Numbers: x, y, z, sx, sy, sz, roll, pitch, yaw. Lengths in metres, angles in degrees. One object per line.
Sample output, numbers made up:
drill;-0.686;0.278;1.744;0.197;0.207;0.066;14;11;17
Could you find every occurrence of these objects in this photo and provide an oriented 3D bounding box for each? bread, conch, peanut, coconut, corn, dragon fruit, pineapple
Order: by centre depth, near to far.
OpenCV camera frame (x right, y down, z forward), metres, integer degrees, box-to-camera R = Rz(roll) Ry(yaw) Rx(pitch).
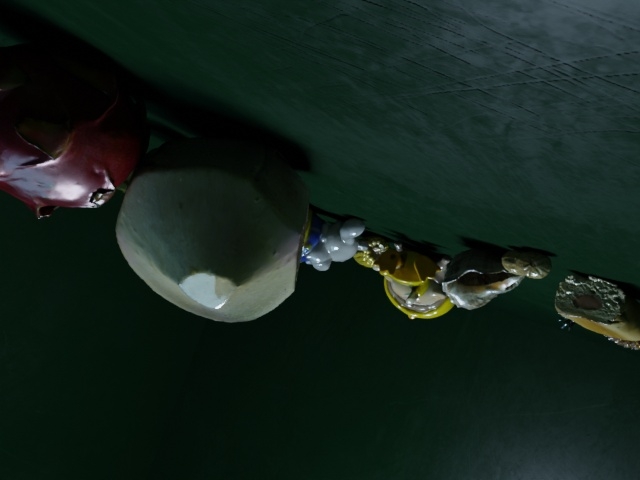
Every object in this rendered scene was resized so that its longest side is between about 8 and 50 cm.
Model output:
dragon fruit;-0.384;-0.157;0.878;0.251;0.250;0.315;19;169;13
coconut;-0.178;-0.020;1.047;0.353;0.352;0.352;20;176;1
peanut;0.371;0.041;1.100;0.054;0.053;0.113;22;176;-19
bread;0.540;0.128;1.155;0.173;0.085;0.134;26;170;-41
conch;0.329;0.080;1.252;0.155;0.129;0.207;-16;-177;-39
pineapple;0.645;0.185;1.363;0.222;0.103;0.083;20;142;13
corn;0.148;0.034;1.808;0.094;0.093;0.244;21;177;-3

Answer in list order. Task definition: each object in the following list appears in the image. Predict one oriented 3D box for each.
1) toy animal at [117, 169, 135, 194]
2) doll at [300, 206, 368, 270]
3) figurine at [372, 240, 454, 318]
toy animal;-0.315;-0.082;1.379;0.181;0.181;0.363;-28;169;15
doll;0.000;0.003;1.624;0.243;0.159;0.311;32;159;-10
figurine;0.262;0.105;1.642;0.215;0.187;0.343;29;173;21
